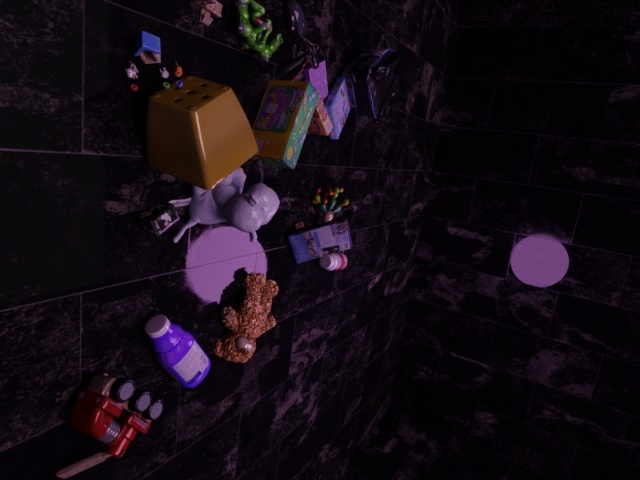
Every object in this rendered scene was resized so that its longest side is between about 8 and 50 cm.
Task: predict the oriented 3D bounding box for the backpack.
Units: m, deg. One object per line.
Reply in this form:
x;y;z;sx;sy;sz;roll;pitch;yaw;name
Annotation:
0.229;-0.697;1.892;0.263;0.213;0.276;-50;149;-25;backpack

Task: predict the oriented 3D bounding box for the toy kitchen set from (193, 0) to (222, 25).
-0.285;-0.615;1.156;0.083;0.075;0.068;6;99;-57;toy kitchen set

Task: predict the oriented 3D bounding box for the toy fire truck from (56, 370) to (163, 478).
-0.566;0.487;1.113;0.217;0.158;0.246;69;34;-47;toy fire truck

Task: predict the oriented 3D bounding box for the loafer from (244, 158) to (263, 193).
-0.216;-0.197;1.450;0.170;0.062;0.061;116;-10;-49;loafer

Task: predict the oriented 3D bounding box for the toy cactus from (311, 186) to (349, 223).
0.034;-0.152;1.910;0.219;0.112;0.180;-2;111;-57;toy cactus

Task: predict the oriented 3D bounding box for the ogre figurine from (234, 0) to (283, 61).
-0.189;-0.630;1.302;0.197;0.097;0.118;62;37;-66;ogre figurine

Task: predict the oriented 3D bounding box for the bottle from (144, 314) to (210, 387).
-0.431;0.331;1.307;0.118;0.092;0.283;-56;145;-33;bottle

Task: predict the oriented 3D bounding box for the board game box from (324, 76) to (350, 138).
0.073;-0.552;1.808;0.160;0.039;0.211;73;29;-48;board game box

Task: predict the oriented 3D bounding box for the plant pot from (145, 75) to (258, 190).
-0.307;-0.285;1.090;0.212;0.212;0.187;-51;154;-38;plant pot

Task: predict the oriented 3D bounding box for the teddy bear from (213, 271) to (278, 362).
-0.253;0.282;1.584;0.338;0.113;0.245;-58;144;-30;teddy bear

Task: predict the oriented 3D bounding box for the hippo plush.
-0.256;-0.131;1.258;0.294;0.236;0.234;-37;134;-49;hippo plush

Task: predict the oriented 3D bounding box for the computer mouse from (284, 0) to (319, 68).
-0.053;-0.713;1.509;0.242;0.041;0.071;58;44;-38;computer mouse

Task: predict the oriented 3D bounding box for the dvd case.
0.000;0.000;1.798;0.180;0.253;0.022;75;-1;-46;dvd case

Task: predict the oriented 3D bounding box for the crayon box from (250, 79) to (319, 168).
-0.129;-0.388;1.441;0.081;0.165;0.278;30;77;-60;crayon box

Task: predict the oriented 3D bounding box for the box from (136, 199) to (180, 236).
-0.432;-0.061;1.159;0.083;0.062;0.052;-50;144;-39;box

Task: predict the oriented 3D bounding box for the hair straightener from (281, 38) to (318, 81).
-0.069;-0.657;1.547;0.230;0.047;0.089;-54;145;-34;hair straightener

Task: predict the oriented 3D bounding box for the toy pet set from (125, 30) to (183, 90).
-0.393;-0.419;1.013;0.065;0.122;0.114;90;-6;-75;toy pet set

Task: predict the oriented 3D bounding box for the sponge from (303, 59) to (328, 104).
-0.011;-0.582;1.701;0.117;0.031;0.210;-47;141;-42;sponge

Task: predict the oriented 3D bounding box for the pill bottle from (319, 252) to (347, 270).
0.059;0.099;2.075;0.152;0.086;0.086;4;99;-60;pill bottle

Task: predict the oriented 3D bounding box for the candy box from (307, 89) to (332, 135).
-0.035;-0.480;1.624;0.053;0.109;0.186;-64;150;-20;candy box

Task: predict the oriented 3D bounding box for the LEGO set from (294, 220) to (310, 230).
-0.012;-0.035;1.880;0.287;0.132;0.107;23;60;-33;LEGO set
